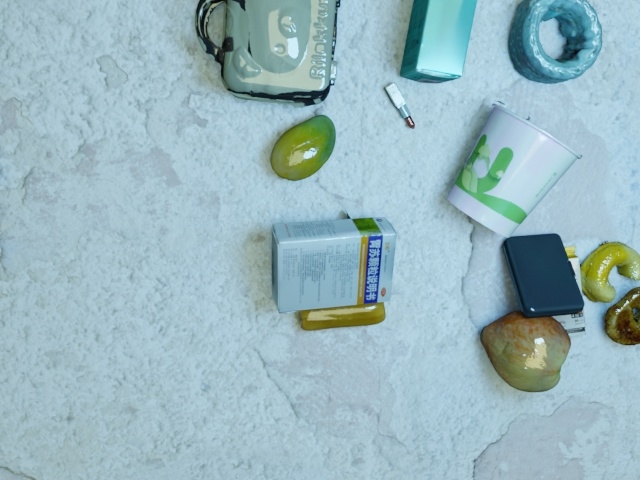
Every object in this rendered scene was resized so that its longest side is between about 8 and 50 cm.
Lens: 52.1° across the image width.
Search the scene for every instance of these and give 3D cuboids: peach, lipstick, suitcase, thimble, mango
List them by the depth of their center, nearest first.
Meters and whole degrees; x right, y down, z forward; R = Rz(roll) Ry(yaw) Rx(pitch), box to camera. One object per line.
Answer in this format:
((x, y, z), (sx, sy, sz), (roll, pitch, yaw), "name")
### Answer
((-0.123, -0.498, 1.541), (0.339, 0.194, 0.352), (5, 99, -3), "suitcase")
((0.571, -0.504, 1.617), (0.198, 0.143, 0.235), (-35, 99, 2), "thimble")
((-0.039, -0.234, 1.648), (0.130, 0.092, 0.195), (37, 86, -7), "mango")
((0.208, -0.341, 1.673), (0.030, 0.030, 0.129), (-32, 101, 1), "lipstick")
((0.528, 0.284, 1.715), (0.232, 0.232, 0.233), (-1, 100, -4), "peach")

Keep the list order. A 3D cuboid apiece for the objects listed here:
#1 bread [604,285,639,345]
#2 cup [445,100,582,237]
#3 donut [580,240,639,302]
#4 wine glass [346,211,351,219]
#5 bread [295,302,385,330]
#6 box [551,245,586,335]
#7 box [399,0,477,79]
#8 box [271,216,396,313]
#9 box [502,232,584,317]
((0.858, 0.203, 1.780), (0.193, 0.064, 0.193), (-6, 117, -12), "bread")
((0.465, -0.167, 1.629), (0.253, 0.253, 0.274), (29, 105, -8), "cup")
((0.786, 0.082, 1.767), (0.181, 0.078, 0.146), (-29, 103, 0), "donut")
((0.000, 0.000, 1.701), (0.198, 0.066, 0.066), (-33, 100, 2), "wine glass")
((0.053, 0.189, 1.731), (0.239, 0.074, 0.093), (-6, 105, -3), "bread")
((0.643, 0.145, 1.781), (0.129, 0.033, 0.247), (-9, 100, 5), "box")
((0.288, -0.539, 1.558), (0.118, 0.205, 0.311), (8, 99, -7), "box")
((0.029, 0.058, 1.644), (0.299, 0.106, 0.200), (-5, 118, -13), "box")
((0.572, 0.088, 1.697), (0.160, 0.050, 0.230), (-5, 57, -4), "box")
